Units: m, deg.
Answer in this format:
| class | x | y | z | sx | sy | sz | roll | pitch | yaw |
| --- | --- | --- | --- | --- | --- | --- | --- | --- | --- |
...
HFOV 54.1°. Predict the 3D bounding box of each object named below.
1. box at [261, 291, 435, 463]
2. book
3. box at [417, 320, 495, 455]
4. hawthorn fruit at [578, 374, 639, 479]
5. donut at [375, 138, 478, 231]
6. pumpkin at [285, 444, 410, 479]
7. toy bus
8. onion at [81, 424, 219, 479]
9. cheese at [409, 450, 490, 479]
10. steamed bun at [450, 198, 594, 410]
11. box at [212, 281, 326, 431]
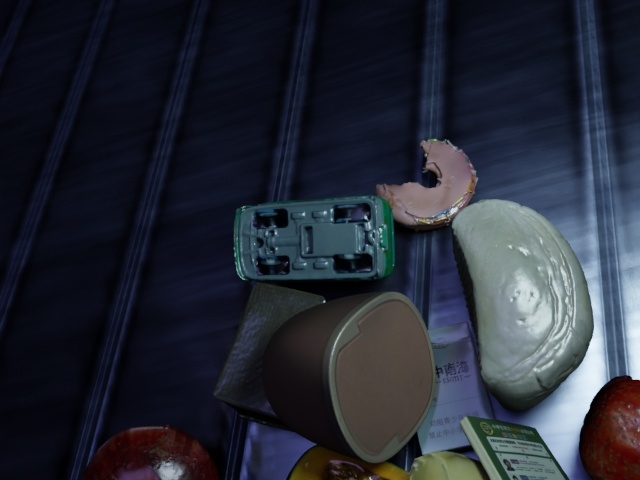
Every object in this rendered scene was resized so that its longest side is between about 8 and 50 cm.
| class | x | y | z | sx | sy | sz | roll | pitch | yaw |
| --- | --- | --- | --- | --- | --- | --- | --- | --- | --- |
| box | 0.045 | 0.246 | 1.172 | 0.216 | 0.301 | 0.301 | -7 | 59 | 43 |
| book | 0.365 | 0.417 | 1.050 | 0.027 | 0.202 | 0.264 | -56 | 36 | 24 |
| box | 0.253 | 0.296 | 1.253 | 0.155 | 0.067 | 0.243 | -13 | 61 | 9 |
| hawthorn fruit | 0.564 | 0.348 | 1.044 | 0.249 | 0.215 | 0.215 | 10 | 67 | 35 |
| donut | 0.257 | -0.116 | 1.449 | 0.233 | 0.085 | 0.199 | -42 | 59 | -6 |
| pumpkin | 0.062 | 0.496 | 1.152 | 0.280 | 0.139 | 0.190 | 20 | 52 | 27 |
| toy bus | 0.000 | 0.000 | 1.395 | 0.343 | 0.199 | 0.184 | -1 | 89 | 22 |
| onion | -0.334 | 0.504 | 1.234 | 0.276 | 0.276 | 0.276 | -8 | 62 | 14 |
| cheese | 0.304 | 0.484 | 1.025 | 0.128 | 0.315 | 0.260 | -53 | 20 | 28 |
| steamed bun | 0.394 | 0.113 | 1.194 | 0.236 | 0.247 | 0.384 | -15 | 60 | 13 |
| box | -0.090 | 0.250 | 1.345 | 0.184 | 0.143 | 0.273 | 9 | 66 | 22 |
